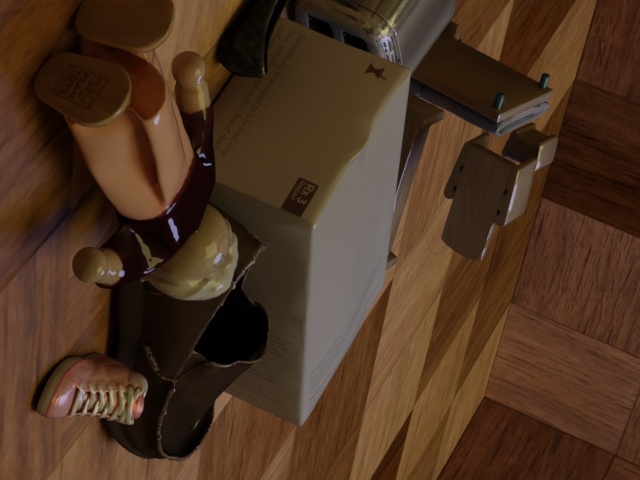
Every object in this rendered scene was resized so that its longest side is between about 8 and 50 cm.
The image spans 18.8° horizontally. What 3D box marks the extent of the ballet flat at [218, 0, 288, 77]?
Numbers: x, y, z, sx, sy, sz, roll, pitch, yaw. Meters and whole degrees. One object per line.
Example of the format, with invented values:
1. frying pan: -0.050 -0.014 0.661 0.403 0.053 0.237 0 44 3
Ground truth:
1. ballet flat: -0.037 -0.218 1.787 0.173 0.049 0.057 -61 167 -22

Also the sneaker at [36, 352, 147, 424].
1. sneaker: -0.197 0.137 1.727 0.051 0.070 0.134 -68 166 14

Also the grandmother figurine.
1. grandmother figurine: -0.132 -0.048 1.543 0.208 0.104 0.342 -53 156 -16

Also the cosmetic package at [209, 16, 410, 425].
1. cosmetic package: -0.031 -0.011 1.946 0.217 0.156 0.385 -58 163 -33

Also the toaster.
1. toaster: 0.055 -0.243 1.939 0.146 0.129 0.227 -59 167 -19

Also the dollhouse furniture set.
1. dollhouse furniture set: 0.152 -0.097 2.218 0.303 0.286 0.198 -28 142 -51

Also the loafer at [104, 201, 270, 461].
1. loafer: -0.121 0.104 1.832 0.134 0.130 0.366 -57 164 -35
